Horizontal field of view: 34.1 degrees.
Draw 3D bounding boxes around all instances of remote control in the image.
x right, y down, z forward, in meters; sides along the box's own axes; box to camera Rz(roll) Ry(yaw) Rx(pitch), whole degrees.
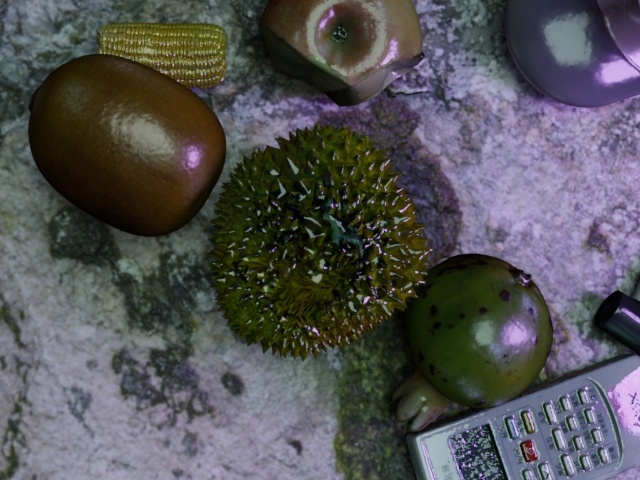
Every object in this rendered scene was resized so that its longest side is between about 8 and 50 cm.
[{"bbox_3d":[0.406,-0.305,1.427,0.332,0.103,0.221,-19,84,-13],"label":"remote control"},{"bbox_3d":[0.287,0.262,1.350,0.344,0.050,0.145,-18,86,-14],"label":"remote control"}]

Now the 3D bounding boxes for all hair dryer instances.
[{"bbox_3d":[0.455,0.060,1.418,0.100,0.057,0.197,33,71,-8],"label":"hair dryer"}]

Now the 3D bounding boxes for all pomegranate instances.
[{"bbox_3d":[0.175,0.131,1.287,0.202,0.202,0.248,38,107,-5],"label":"pomegranate"}]

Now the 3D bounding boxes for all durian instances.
[{"bbox_3d":[0.002,0.000,1.233,0.291,0.224,0.291,1,85,-13],"label":"durian"}]

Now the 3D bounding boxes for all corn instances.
[{"bbox_3d":[-0.199,-0.233,1.305,0.165,0.063,0.085,2,105,-12],"label":"corn"}]

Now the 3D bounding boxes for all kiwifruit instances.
[{"bbox_3d":[-0.230,-0.115,1.217,0.234,0.196,0.196,26,78,-1],"label":"kiwifruit"}]

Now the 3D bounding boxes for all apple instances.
[{"bbox_3d":[0.030,-0.261,1.296,0.207,0.188,0.173,16,83,-7],"label":"apple"}]
